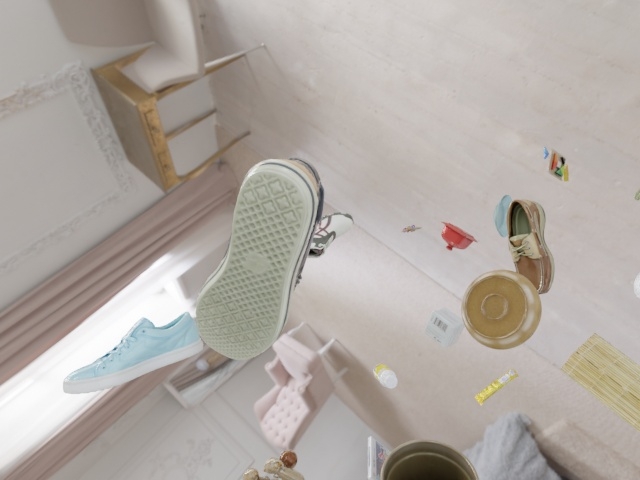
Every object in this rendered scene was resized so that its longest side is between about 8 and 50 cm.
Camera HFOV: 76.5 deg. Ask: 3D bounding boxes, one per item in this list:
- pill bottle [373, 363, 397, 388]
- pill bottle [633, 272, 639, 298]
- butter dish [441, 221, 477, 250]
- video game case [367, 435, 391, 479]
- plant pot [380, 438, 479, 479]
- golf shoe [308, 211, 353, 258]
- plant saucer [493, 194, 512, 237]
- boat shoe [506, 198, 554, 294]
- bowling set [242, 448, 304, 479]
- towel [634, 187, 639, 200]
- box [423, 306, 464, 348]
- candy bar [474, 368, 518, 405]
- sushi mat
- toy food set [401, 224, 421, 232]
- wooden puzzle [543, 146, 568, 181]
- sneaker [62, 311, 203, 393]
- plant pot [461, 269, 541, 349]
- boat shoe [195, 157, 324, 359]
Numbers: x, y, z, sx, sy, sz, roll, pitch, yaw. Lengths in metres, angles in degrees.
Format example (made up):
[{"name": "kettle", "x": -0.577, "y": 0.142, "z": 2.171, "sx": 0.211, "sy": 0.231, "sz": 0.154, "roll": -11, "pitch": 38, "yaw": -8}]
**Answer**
[{"name": "pill bottle", "x": 0.247, "y": 0.514, "z": 1.533, "sx": 0.065, "sy": 0.065, "sz": 0.116, "roll": 52, "pitch": 173, "yaw": -9}, {"name": "pill bottle", "x": 1.159, "y": 0.174, "z": 1.288, "sx": 0.272, "sy": 0.152, "sz": 0.152, "roll": 16, "pitch": 152, "yaw": -9}, {"name": "butter dish", "x": 0.654, "y": -0.004, "z": 1.978, "sx": 0.160, "sy": 0.118, "sz": 0.160, "roll": 14, "pitch": -160, "yaw": -46}, {"name": "video game case", "x": 0.260, "y": 0.894, "z": 1.576, "sx": 0.201, "sy": 0.183, "sz": 0.023, "roll": 43, "pitch": 111, "yaw": -11}, {"name": "plant pot", "x": 0.377, "y": 0.912, "z": 1.392, "sx": 0.323, "sy": 0.323, "sz": 0.280, "roll": 14, "pitch": 121, "yaw": 45}, {"name": "golf shoe", "x": 0.000, "y": 0.000, "z": 1.317, "sx": 0.120, "sy": 0.273, "sz": 0.105, "roll": 54, "pitch": 159, "yaw": 38}, {"name": "plant saucer", "x": 0.825, "y": -0.112, "z": 1.845, "sx": 0.037, "sy": 0.195, "sz": 0.195, "roll": 8, "pitch": 133, "yaw": 45}, {"name": "boat shoe", "x": 0.666, "y": 0.014, "z": 1.329, "sx": 0.120, "sy": 0.324, "sz": 0.122, "roll": 14, "pitch": 156, "yaw": -32}, {"name": "bowling set", "x": -0.147, "y": 0.657, "z": 1.105, "sx": 0.154, "sy": 0.200, "sz": 0.287, "roll": 41, "pitch": 113, "yaw": -21}, {"name": "towel", "x": 1.106, "y": -0.194, "z": 1.336, "sx": 0.027, "sy": 0.110, "sz": 0.148, "roll": 64, "pitch": -177, "yaw": 30}, {"name": "box", "x": 0.453, "y": 0.317, "z": 1.483, "sx": 0.101, "sy": 0.087, "sz": 0.102, "roll": 38, "pitch": 122, "yaw": 39}, {"name": "candy bar", "x": 0.574, "y": 0.476, "z": 1.323, "sx": 0.018, "sy": 0.161, "sz": 0.040, "roll": 46, "pitch": -172, "yaw": -20}, {"name": "sushi mat", "x": 0.874, "y": 0.424, "z": 1.156, "sx": 0.316, "sy": 0.019, "sz": 0.151, "roll": 42, "pitch": 112, "yaw": 23}, {"name": "toy food set", "x": 0.452, "y": -0.059, "z": 2.044, "sx": 0.078, "sy": 0.122, "sz": 0.019, "roll": -26, "pitch": 75, "yaw": 33}, {"name": "wooden puzzle", "x": 0.620, "y": -0.198, "z": 1.061, "sx": 0.116, "sy": 0.078, "sz": 0.014, "roll": 10, "pitch": 172, "yaw": -31}, {"name": "sneaker", "x": -0.520, "y": 0.296, "z": 1.132, "sx": 0.135, "sy": 0.366, "sz": 0.150, "roll": -12, "pitch": 92, "yaw": 49}, {"name": "plant pot", "x": 0.515, "y": 0.196, "z": 1.187, "sx": 0.032, "sy": 0.236, "sz": 0.236, "roll": 22, "pitch": 171, "yaw": -39}, {"name": "boat shoe", "x": -0.118, "y": 0.054, "z": 0.805, "sx": 0.187, "sy": 0.156, "sz": 0.500, "roll": 26, "pitch": 123, "yaw": 3}]
